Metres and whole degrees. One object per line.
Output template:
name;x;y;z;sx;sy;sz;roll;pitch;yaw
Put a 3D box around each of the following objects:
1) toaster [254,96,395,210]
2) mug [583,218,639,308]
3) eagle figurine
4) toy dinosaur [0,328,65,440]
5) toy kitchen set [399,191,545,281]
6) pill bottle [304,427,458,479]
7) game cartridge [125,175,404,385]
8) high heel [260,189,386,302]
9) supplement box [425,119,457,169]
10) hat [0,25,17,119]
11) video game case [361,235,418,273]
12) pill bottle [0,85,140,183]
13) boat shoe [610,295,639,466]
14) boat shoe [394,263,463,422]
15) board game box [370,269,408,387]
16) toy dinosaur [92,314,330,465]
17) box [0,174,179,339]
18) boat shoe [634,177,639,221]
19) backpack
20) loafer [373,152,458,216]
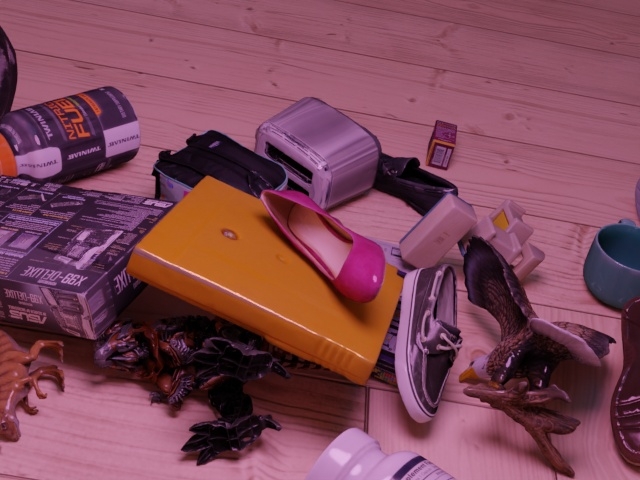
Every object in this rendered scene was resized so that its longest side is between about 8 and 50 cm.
toaster;-0.006;-0.136;1.796;0.227;0.129;0.146;37;46;27
mug;0.493;0.044;1.721;0.129;0.097;0.158;34;40;27
eagle figurine;0.280;0.132;1.470;0.225;0.226;0.298;2;37;20
toy dinosaur;-0.381;0.152;1.349;0.112;0.064;0.211;-4;39;-20
toy kitchen set;0.232;-0.014;1.716;0.207;0.122;0.166;30;28;-25
pill bottle;0.110;0.327;1.181;0.265;0.153;0.153;31;40;24
game cartridge;-0.057;0.043;1.408;0.324;0.052;0.285;27;25;2
high heel;0.000;0.000;1.373;0.117;0.082;0.244;25;18;-26
supplement box;0.222;-0.175;1.973;0.043;0.055;0.083;14;37;0
hat;-0.650;-0.246;1.706;0.331;0.331;0.134;-19;5;-35
video game case;0.066;0.055;1.645;0.201;0.023;0.183;14;36;1
pill bottle;-0.417;-0.154;1.694;0.246;0.130;0.130;-24;49;-39
boat shoe;0.462;0.206;1.498;0.095;0.095;0.257;-1;53;27
boat shoe;0.147;0.130;1.418;0.078;0.070;0.219;33;50;-43
board game box;0.096;0.118;1.523;0.141;0.048;0.170;21;47;10
toy dinosaur;-0.123;0.145;1.375;0.322;0.164;0.218;-17;24;-4
box;-0.375;0.013;1.467;0.308;0.076;0.242;9;34;20
boat shoe;0.623;-0.026;1.884;0.076;0.083;0.226;10;46;-23
backpack;-0.144;-0.069;1.644;0.188;0.144;0.166;19;35;30
loafer;0.145;-0.113;1.846;0.223;0.078;0.076;33;41;26
